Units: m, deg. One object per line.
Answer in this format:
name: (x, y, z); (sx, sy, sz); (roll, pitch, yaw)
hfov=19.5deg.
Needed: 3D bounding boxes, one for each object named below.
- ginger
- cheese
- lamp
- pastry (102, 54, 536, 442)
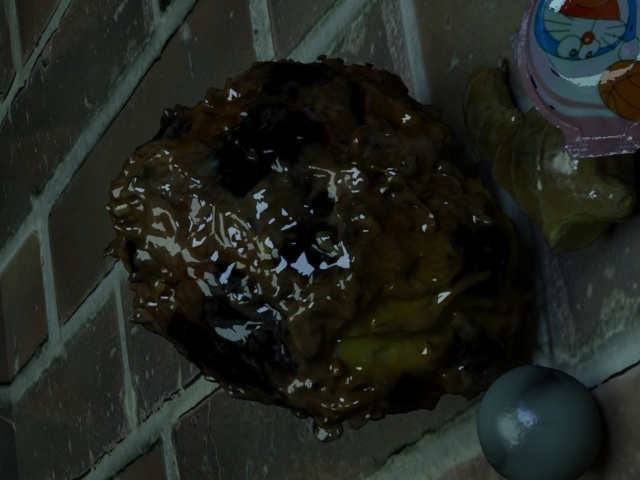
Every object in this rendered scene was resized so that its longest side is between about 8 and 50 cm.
ginger: (0.181, -0.088, 1.578); (0.294, 0.086, 0.131); (-126, 31, -59)
cheese: (0.232, -0.201, 1.437); (0.189, 0.074, 0.286); (-1, 76, 39)
lamp: (0.182, 0.155, 1.544); (0.105, 0.105, 0.105); (180, 90, -66)
pastry: (-0.017, -0.002, 1.677); (0.405, 0.337, 0.292); (-121, 22, -49)
